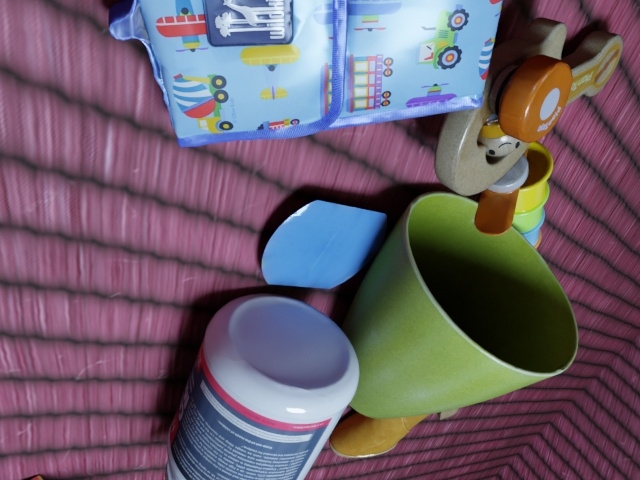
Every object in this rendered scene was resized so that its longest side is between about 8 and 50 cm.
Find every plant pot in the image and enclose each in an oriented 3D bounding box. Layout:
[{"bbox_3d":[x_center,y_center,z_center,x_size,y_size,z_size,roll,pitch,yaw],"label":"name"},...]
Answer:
[{"bbox_3d":[0.146,0.128,0.791,0.275,0.274,0.293,-2,145,-39],"label":"plant pot"}]

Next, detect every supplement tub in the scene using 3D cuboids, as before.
[{"bbox_3d":[-0.084,0.222,0.711,0.191,0.191,0.272,-1,128,-39],"label":"supplement tub"}]

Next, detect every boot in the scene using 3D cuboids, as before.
[{"bbox_3d":[0.148,0.283,1.046,0.295,0.104,0.211,-16,130,-13],"label":"boot"}]

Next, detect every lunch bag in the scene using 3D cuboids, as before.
[{"bbox_3d":[-0.015,-0.201,0.429,0.293,0.138,0.220,-15,138,-11],"label":"lunch bag"}]

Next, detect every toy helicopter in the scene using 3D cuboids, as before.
[{"bbox_3d":[0.266,-0.159,0.686,0.355,0.140,0.234,-31,138,-29],"label":"toy helicopter"}]

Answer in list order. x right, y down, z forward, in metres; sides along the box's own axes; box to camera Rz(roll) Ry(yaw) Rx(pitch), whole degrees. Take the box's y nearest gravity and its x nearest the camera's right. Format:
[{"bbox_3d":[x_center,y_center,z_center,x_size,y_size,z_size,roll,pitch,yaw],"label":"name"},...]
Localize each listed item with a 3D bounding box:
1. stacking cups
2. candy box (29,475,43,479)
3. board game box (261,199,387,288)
[{"bbox_3d":[0.316,-0.023,0.883,0.096,0.096,0.316,-37,142,-5],"label":"stacking cups"},{"bbox_3d":[-0.339,0.501,0.703,0.122,0.268,0.317,-26,144,-47],"label":"candy box"},{"bbox_3d":[0.000,0.000,0.694,0.169,0.033,0.133,8,127,-38],"label":"board game box"}]
